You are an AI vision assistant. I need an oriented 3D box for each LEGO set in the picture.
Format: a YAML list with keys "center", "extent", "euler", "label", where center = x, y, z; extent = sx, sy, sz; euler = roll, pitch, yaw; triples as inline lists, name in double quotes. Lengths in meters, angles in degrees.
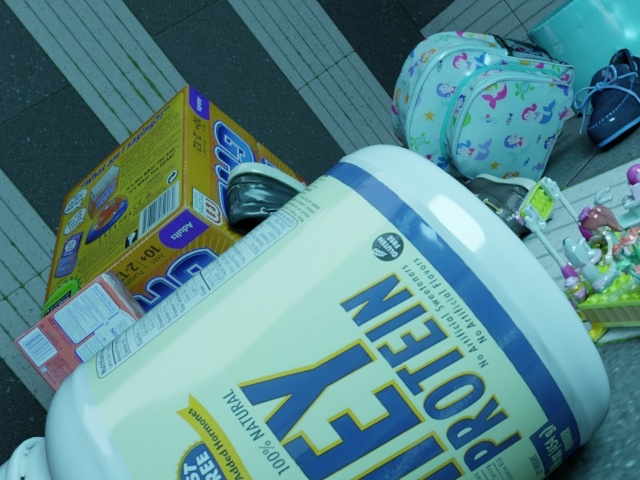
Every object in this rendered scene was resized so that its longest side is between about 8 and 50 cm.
- center: [0.227, -0.002, 0.606]
  extent: [0.132, 0.107, 0.287]
  euler: [-37, 5, 16]
  label: "LEGO set"

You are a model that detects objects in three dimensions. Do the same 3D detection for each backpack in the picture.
- center: [0.243, -0.200, 1.197]
  extent: [0.191, 0.253, 0.225]
  euler: [-104, 28, -60]
  label: "backpack"

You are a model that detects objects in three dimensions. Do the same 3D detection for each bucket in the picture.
- center: [0.522, -0.376, 1.391]
  extent: [0.281, 0.183, 0.281]
  euler: [-38, 5, 4]
  label: "bucket"

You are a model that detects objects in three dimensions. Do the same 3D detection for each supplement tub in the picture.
- center: [-0.016, 0.120, 0.491]
  extent: [0.325, 0.235, 0.235]
  euler: [-39, 5, -6]
  label: "supplement tub"

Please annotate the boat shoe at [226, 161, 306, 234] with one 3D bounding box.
- center: [0.002, -0.002, 1.227]
  extent: [0.127, 0.340, 0.113]
  euler: [-36, 35, 43]
  label: "boat shoe"

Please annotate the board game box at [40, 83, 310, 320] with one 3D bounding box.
- center: [-0.231, 0.021, 1.412]
  extent: [0.356, 0.356, 0.356]
  euler: [-36, 38, 22]
  label: "board game box"

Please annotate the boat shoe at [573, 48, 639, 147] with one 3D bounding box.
- center: [0.428, -0.214, 1.151]
  extent: [0.109, 0.089, 0.258]
  euler: [-34, 7, 35]
  label: "boat shoe"

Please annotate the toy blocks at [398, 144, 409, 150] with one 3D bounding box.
- center: [0.187, -0.135, 1.493]
  extent: [0.261, 0.190, 0.381]
  euler: [-36, 5, 39]
  label: "toy blocks"

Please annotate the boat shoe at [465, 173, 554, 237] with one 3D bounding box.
- center: [0.229, -0.042, 1.056]
  extent: [0.069, 0.081, 0.228]
  euler: [-35, 7, -8]
  label: "boat shoe"

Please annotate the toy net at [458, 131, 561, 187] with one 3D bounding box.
- center: [0.336, -0.139, 1.402]
  extent: [0.232, 0.045, 0.122]
  euler: [-39, 7, 7]
  label: "toy net"

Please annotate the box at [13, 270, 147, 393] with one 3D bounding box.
- center: [-0.271, 0.204, 1.118]
  extent: [0.154, 0.300, 0.142]
  euler: [-39, 6, -6]
  label: "box"
